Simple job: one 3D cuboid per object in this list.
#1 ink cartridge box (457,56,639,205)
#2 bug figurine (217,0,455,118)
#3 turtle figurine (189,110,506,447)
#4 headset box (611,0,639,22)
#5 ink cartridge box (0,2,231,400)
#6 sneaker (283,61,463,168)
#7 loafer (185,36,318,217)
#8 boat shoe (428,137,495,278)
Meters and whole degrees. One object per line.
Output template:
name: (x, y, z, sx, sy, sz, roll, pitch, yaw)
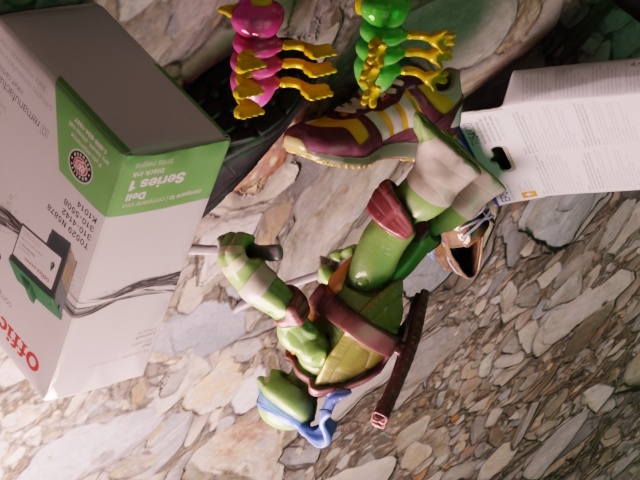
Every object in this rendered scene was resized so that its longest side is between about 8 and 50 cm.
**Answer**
ink cartridge box: (0.255, -0.104, 1.674, 0.224, 0.045, 0.223, -5, 157, 15)
bug figurine: (0.009, -0.196, 1.253, 0.279, 0.072, 0.216, -13, 122, -38)
turtle figurine: (0.000, 0.000, 1.400, 0.266, 0.275, 0.198, -47, 129, 8)
headset box: (0.425, -0.310, 1.623, 0.283, 0.131, 0.246, -14, 138, -44)
ink cartridge box: (-0.168, -0.024, 1.179, 0.092, 0.160, 0.219, -14, 138, -42)
sneaker: (0.044, -0.110, 1.463, 0.185, 0.069, 0.084, -8, 112, -43)
loafer: (-0.090, -0.068, 1.327, 0.223, 0.076, 0.078, -45, 171, -10)
boat shoe: (0.137, -0.029, 1.676, 0.066, 0.066, 0.183, -38, 151, -15)
